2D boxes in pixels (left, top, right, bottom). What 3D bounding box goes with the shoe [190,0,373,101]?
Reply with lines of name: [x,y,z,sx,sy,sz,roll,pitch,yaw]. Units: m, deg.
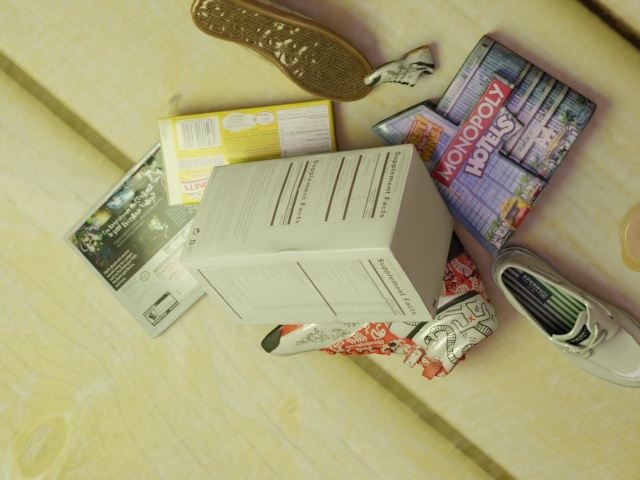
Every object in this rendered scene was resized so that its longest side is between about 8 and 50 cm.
shoe: [-0.037,-0.225,1.087,0.219,0.058,0.076,26,120,-14]

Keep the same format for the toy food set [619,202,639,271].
toy food set: [0.369,-0.006,1.072,0.082,0.020,0.083,-7,101,15]

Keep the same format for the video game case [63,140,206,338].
video game case: [-0.198,0.000,1.209,0.190,0.022,0.173,-41,92,19]

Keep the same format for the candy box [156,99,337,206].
candy box: [-0.082,-0.101,1.141,0.205,0.027,0.105,-5,102,8]

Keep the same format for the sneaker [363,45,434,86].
sneaker: [0.089,-0.182,1.078,0.083,0.032,0.037,-26,105,-10]

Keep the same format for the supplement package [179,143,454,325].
supplement package: [0.000,0.000,1.050,0.244,0.134,0.139,-4,143,27]

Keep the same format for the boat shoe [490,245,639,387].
boat shoe: [0.279,0.096,1.088,0.226,0.076,0.083,34,109,4]

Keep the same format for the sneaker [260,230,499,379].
sneaker: [0.071,0.110,1.134,0.270,0.090,0.145,-30,92,16]

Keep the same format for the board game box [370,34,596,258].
board game box: [0.165,-0.115,1.074,0.194,0.060,0.194,32,108,3]
